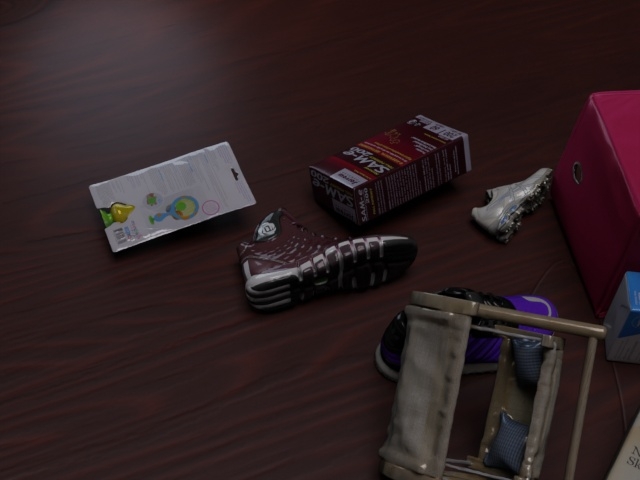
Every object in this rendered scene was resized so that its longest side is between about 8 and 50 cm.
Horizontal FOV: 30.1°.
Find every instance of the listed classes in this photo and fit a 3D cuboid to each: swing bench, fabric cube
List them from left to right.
[{"bbox_3d":[0.223,0.213,1.599,0.254,0.165,0.253,10,88,0],"label":"swing bench"},{"bbox_3d":[0.542,-0.060,1.878,0.259,0.254,0.258,-3,53,-11],"label":"fabric cube"}]

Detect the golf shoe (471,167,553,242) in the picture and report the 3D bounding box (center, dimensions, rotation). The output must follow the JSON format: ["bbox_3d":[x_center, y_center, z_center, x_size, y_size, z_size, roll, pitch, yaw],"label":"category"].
[{"bbox_3d":[0.321,-0.077,1.986,0.086,0.069,0.176,31,52,25],"label":"golf shoe"}]

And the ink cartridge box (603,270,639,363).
[{"bbox_3d":[0.560,0.127,1.801,0.231,0.134,0.078,6,50,-1],"label":"ink cartridge box"}]

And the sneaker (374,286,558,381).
[{"bbox_3d":[0.229,0.122,1.756,0.293,0.146,0.102,-13,53,-16],"label":"sneaker"}]

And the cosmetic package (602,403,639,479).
[{"bbox_3d":[0.460,0.356,1.617,0.160,0.113,0.309,26,53,14],"label":"cosmetic package"}]

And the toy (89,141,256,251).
[{"bbox_3d":[-0.237,-0.061,1.909,0.237,0.056,0.137,-18,59,-14],"label":"toy"}]

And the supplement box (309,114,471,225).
[{"bbox_3d":[0.116,-0.119,1.961,0.239,0.073,0.130,-27,34,-26],"label":"supplement box"}]

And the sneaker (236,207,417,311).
[{"bbox_3d":[0.000,0.000,1.858,0.281,0.106,0.162,-13,51,-16],"label":"sneaker"}]
